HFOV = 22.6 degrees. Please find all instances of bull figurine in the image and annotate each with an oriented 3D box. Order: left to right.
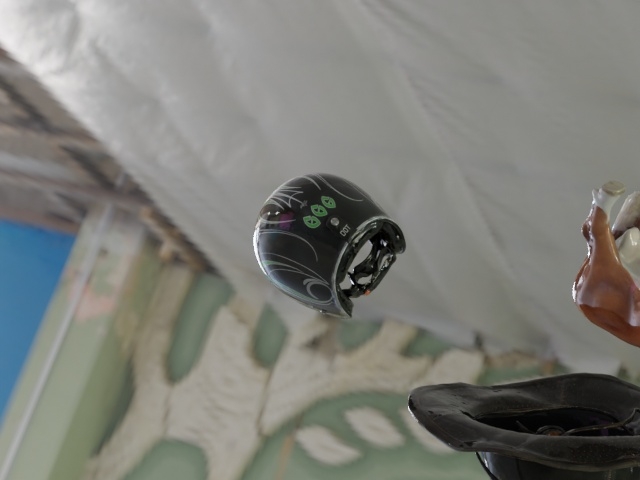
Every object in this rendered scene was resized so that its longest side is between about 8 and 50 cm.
[{"bbox_3d":[0.361,0.062,1.441,0.310,0.101,0.188,23,-54,32],"label":"bull figurine"}]

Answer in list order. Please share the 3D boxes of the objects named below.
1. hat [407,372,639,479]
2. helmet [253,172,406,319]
[{"bbox_3d":[0.242,0.229,1.601,0.331,0.134,0.331,0,9,0],"label":"hat"},{"bbox_3d":[0.000,0.000,1.882,0.161,0.169,0.169,28,-9,35],"label":"helmet"}]
